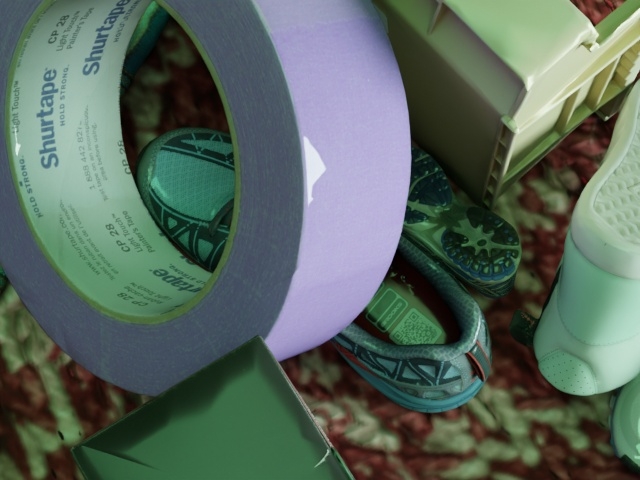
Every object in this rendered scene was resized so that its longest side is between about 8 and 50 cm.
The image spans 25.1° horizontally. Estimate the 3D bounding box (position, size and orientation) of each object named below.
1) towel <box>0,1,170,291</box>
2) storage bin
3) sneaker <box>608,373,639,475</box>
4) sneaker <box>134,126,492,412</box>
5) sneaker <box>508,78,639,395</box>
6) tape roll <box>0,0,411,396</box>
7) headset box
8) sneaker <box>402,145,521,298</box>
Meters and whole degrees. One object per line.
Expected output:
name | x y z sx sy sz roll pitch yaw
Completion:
towel | -0.266 -0.128 0.960 0.271 0.040 0.370 28 77 7
storage bin | 0.062 -0.168 0.861 0.123 0.260 0.262 -42 79 -6
sneaker | 0.247 0.063 0.891 0.071 0.083 0.191 37 79 7
sneaker | 0.000 0.000 0.882 0.261 0.125 0.104 32 77 7
sneaker | 0.204 -0.008 0.910 0.094 0.151 0.256 30 43 18
tape roll | -0.083 -0.056 0.806 0.090 0.275 0.275 -17 72 -46
headset box | -0.017 0.184 0.748 0.110 0.293 0.218 -31 78 -8
sneaker | 0.075 -0.007 0.925 0.052 0.058 0.135 -37 55 -11
